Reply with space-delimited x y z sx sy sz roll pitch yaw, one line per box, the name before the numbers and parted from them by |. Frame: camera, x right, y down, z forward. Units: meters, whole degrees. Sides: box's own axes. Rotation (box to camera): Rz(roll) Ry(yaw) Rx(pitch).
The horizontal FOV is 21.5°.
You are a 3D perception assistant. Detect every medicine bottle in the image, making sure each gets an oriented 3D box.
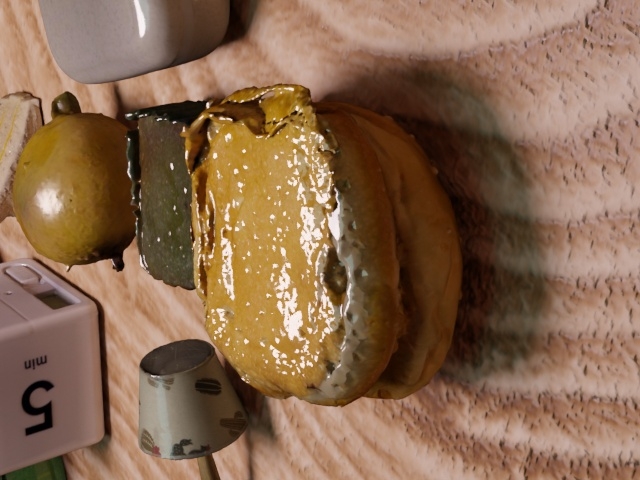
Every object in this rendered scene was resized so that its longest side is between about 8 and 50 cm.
medicine bottle | -0.211 -0.348 1.668 0.282 0.123 0.375 -3 102 55

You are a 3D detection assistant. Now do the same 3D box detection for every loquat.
loquat | -0.259 -0.064 1.843 0.172 0.149 0.204 -36 62 60

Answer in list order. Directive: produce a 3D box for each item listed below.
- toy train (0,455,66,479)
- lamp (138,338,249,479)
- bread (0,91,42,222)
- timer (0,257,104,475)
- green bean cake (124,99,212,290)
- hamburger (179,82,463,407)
toy train | -0.418 0.373 2.223 0.120 0.202 0.300 -9 97 33
lamp | -0.132 0.217 1.805 0.121 0.121 0.214 23 131 50
bread | -0.392 -0.097 2.065 0.077 0.105 0.152 12 114 47
timer | -0.395 0.156 2.095 0.192 0.194 0.195 28 125 48
green bean cake | -0.110 -0.045 1.676 0.173 0.094 0.181 12 113 53
hamburger | 0.000 0.000 1.473 0.319 0.158 0.318 29 127 48
